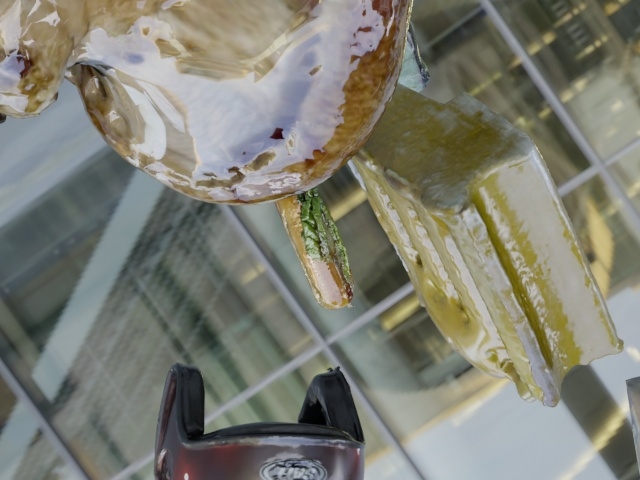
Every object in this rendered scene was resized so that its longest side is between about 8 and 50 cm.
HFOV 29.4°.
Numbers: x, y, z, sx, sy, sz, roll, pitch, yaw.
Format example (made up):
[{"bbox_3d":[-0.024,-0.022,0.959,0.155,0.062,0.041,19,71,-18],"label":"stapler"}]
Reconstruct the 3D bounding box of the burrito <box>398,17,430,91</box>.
[{"bbox_3d":[0.008,-0.184,1.417,0.228,0.089,0.144,-22,154,4],"label":"burrito"}]

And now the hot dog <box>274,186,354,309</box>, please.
[{"bbox_3d":[0.000,0.000,1.028,0.041,0.133,0.056,-17,-163,26],"label":"hot dog"}]

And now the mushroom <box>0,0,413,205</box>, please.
[{"bbox_3d":[-0.067,-0.149,0.725,0.267,0.267,0.254,-35,-159,16],"label":"mushroom"}]

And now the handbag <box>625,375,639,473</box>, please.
[{"bbox_3d":[0.422,0.254,1.475,0.095,0.117,0.173,-24,-131,20],"label":"handbag"}]

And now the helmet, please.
[{"bbox_3d":[-0.056,0.205,1.115,0.189,0.193,0.216,6,169,-20],"label":"helmet"}]

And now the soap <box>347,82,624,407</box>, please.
[{"bbox_3d":[0.150,-0.002,1.228,0.143,0.281,0.259,-40,-142,-9],"label":"soap"}]
